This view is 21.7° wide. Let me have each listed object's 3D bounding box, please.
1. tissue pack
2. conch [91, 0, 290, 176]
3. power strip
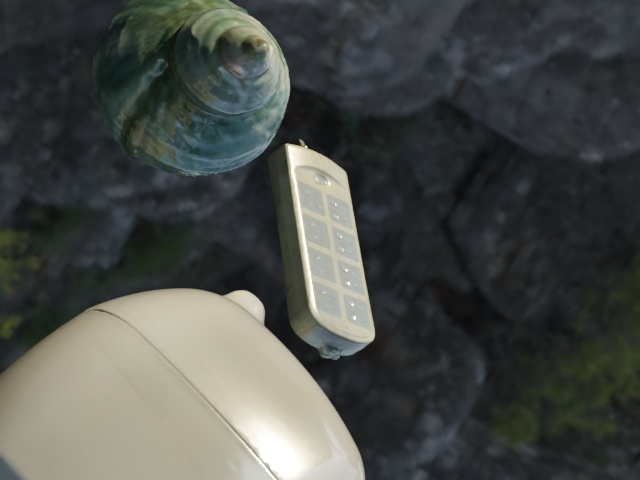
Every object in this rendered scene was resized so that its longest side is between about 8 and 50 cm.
[{"bbox_3d":[-0.110,0.188,1.053,0.236,0.229,0.333,-33,160,-36],"label":"tissue pack"},{"bbox_3d":[-0.126,-0.169,1.712,0.220,0.195,0.277,-45,-164,-22],"label":"conch"},{"bbox_3d":[0.000,0.000,1.444,0.080,0.227,0.029,21,136,-37],"label":"power strip"}]
